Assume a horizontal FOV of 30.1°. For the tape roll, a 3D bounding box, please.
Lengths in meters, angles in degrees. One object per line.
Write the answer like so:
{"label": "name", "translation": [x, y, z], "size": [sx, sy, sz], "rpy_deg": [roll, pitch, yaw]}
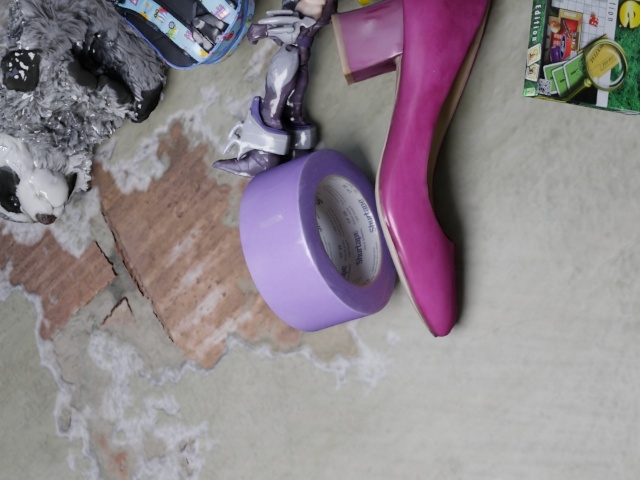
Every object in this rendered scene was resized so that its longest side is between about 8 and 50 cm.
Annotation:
{"label": "tape roll", "translation": [0.000, 0.000, 1.301], "size": [0.080, 0.189, 0.189], "rpy_deg": [-19, 77, 30]}

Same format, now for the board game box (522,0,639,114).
{"label": "board game box", "translation": [0.274, -0.262, 1.176], "size": [0.030, 0.136, 0.259], "rpy_deg": [6, 91, 62]}

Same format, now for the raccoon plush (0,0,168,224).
{"label": "raccoon plush", "translation": [-0.356, -0.226, 1.602], "size": [0.299, 0.216, 0.446], "rpy_deg": [-41, 35, 40]}

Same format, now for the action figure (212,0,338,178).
{"label": "action figure", "translation": [-0.035, -0.210, 1.356], "size": [0.099, 0.185, 0.285], "rpy_deg": [17, 103, 13]}

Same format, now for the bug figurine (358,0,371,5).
{"label": "bug figurine", "translation": [0.131, -0.368, 1.254], "size": [0.279, 0.216, 0.072], "rpy_deg": [-20, 34, 29]}

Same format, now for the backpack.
{"label": "backpack", "translation": [-0.145, -0.286, 1.418], "size": [0.173, 0.117, 0.158], "rpy_deg": [48, 111, 26]}

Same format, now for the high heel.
{"label": "high heel", "translation": [0.140, -0.093, 1.274], "size": [0.181, 0.127, 0.377], "rpy_deg": [-14, 93, 5]}
